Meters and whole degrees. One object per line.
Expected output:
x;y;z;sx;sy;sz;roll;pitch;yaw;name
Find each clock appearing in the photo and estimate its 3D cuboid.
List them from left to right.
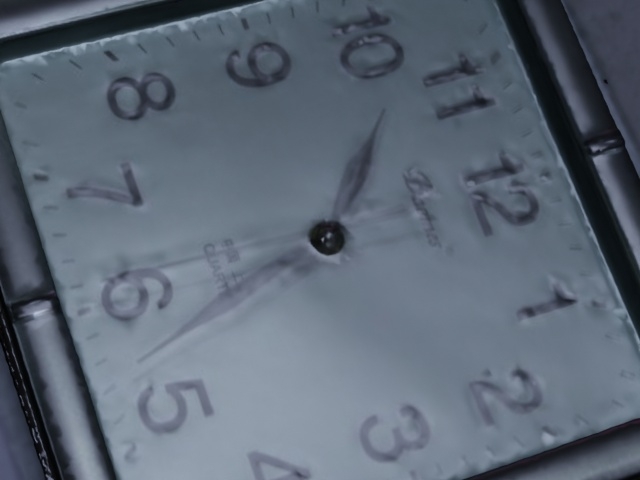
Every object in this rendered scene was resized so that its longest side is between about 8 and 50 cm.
0.000;0.000;0.648;0.278;0.049;0.273;-15;74;-16;clock
